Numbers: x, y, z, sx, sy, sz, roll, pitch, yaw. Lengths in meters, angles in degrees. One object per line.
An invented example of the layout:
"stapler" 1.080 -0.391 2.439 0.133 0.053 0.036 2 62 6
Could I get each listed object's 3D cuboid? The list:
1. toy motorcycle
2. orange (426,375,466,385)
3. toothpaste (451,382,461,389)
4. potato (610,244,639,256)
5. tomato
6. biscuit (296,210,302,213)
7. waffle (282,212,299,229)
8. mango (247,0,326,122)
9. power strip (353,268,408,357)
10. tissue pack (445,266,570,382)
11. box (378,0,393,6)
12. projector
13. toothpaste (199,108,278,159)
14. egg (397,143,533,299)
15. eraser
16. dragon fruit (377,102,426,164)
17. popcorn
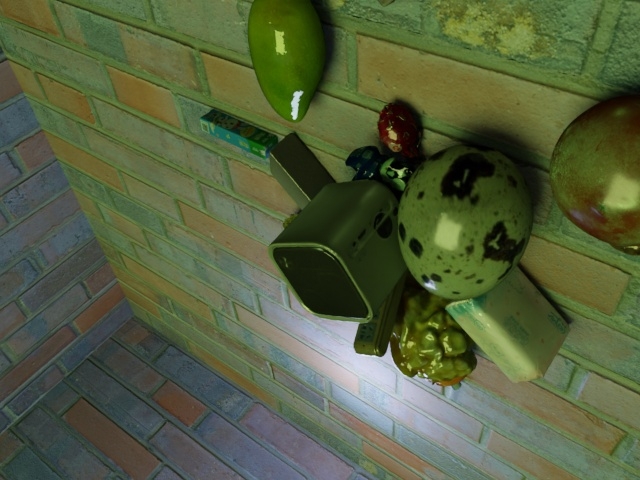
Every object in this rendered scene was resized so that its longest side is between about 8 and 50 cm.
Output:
"toy motorcycle" 0.134 -0.125 1.498 0.196 0.125 0.331 38 152 4
"orange" 0.363 0.362 1.782 0.193 0.161 0.193 26 166 7
"toothpaste" 0.401 0.408 1.932 0.205 0.036 0.056 55 148 -10
"potato" 0.634 0.006 1.197 0.083 0.040 0.051 23 138 27
"tomato" 0.532 -0.110 1.008 0.270 0.222 0.270 27 141 24
"biscuit" 0.010 0.005 1.904 0.131 0.026 0.236 9 133 45
"waffle" -0.024 0.004 1.865 0.223 0.054 0.204 52 147 -11
"mango" -0.075 -0.425 1.381 0.192 0.156 0.343 37 152 28
"power strip" 0.173 0.119 1.544 0.092 0.387 0.066 -5 150 46
"tissue pack" 0.468 0.190 1.447 0.271 0.201 0.124 47 154 -6
"box" 0.089 -0.577 1.113 0.243 0.055 0.103 51 148 -11
"projector" 0.061 0.024 1.419 0.248 0.249 0.248 -1 129 46
"toothpaste" -0.250 -0.327 1.774 0.267 0.065 0.050 27 141 26
"egg" 0.309 -0.033 1.279 0.288 0.287 0.379 31 143 19
"eraser" -0.016 -0.140 1.685 0.352 0.111 0.077 50 150 -10
"dragon fruit" 0.199 -0.233 1.365 0.094 0.094 0.190 -2 132 49
"popcorn" 0.307 0.226 1.599 0.275 0.335 0.279 -25 127 14
